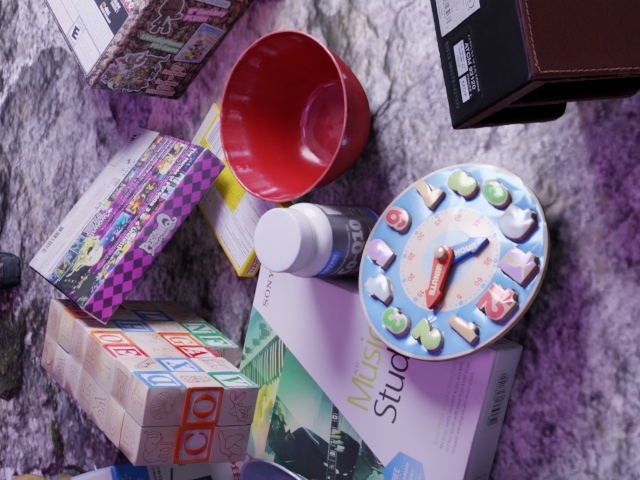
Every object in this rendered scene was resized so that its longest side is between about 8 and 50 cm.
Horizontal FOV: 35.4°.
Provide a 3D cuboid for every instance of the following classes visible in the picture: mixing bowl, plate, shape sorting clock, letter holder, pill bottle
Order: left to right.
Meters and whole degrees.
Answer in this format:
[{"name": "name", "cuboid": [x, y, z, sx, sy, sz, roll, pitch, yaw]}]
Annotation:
[{"name": "plate", "cuboid": [-0.014, 0.309, 1.100, 0.188, 0.024, 0.188, 31, 141, 30]}, {"name": "mixing bowl", "cuboid": [-0.013, -0.131, 1.090, 0.181, 0.098, 0.181, 1, 91, 40]}, {"name": "pill bottle", "cuboid": [0.000, 0.000, 1.053, 0.078, 0.137, 0.078, 1, 91, 40]}, {"name": "shape sorting clock", "cuboid": [0.124, 0.017, 0.973, 0.206, 0.040, 0.206, -15, 61, 29]}, {"name": "letter holder", "cuboid": [0.216, -0.268, 0.882, 0.152, 0.214, 0.302, 152, 110, -71]}]

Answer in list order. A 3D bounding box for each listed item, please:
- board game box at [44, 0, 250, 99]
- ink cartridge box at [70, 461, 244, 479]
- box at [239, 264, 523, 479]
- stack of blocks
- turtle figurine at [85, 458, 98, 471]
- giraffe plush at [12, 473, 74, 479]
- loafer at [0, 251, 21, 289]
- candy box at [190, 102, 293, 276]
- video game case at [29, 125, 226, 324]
[{"name": "board game box", "cuboid": [-0.199, -0.358, 1.219, 0.291, 0.141, 0.232, -46, 63, 31]}, {"name": "ink cartridge box", "cuboid": [-0.171, 0.322, 1.158, 0.086, 0.203, 0.148, -25, 75, 35]}, {"name": "box", "cuboid": [0.042, 0.168, 1.071, 0.322, 0.058, 0.232, 20, 103, 40]}, {"name": "stack of blocks", "cuboid": [-0.184, 0.151, 1.142, 0.297, 0.171, 0.087, 25, 107, 54]}, {"name": "turtle figurine", "cuboid": [-0.273, 0.407, 1.178, 0.266, 0.198, 0.274, 15, 72, 22]}, {"name": "giraffe plush", "cuboid": [-0.400, 0.448, 1.384, 0.170, 0.181, 0.210, -52, 42, 41]}, {"name": "loafer", "cuboid": [-0.555, 0.045, 1.562, 0.223, 0.078, 0.076, -1, 89, 40]}, {"name": "candy box", "cuboid": [-0.104, -0.063, 1.191, 0.105, 0.027, 0.206, -57, 46, 27]}, {"name": "video game case", "cuboid": [-0.240, -0.028, 1.215, 0.232, 0.042, 0.210, -54, 33, -10]}]
